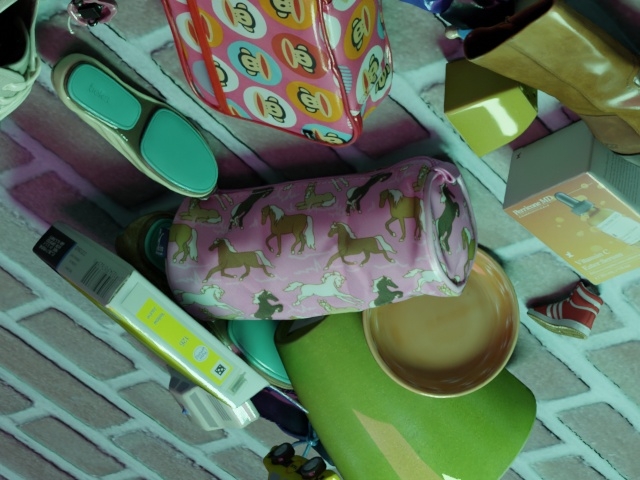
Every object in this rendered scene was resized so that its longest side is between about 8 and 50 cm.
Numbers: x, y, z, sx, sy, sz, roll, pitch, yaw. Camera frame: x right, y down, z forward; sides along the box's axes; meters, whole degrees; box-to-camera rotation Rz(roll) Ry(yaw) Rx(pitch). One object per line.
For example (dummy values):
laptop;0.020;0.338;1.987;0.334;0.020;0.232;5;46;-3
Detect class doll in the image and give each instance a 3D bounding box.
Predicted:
doll;0.144;-0.257;1.807;0.189;0.046;0.129;19;145;-7

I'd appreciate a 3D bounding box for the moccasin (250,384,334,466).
moccasin;0.036;0.263;2.489;0.342;0.117;0.138;14;146;5

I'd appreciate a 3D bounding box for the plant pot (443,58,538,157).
plant pot;0.190;-0.155;1.906;0.083;0.081;0.081;-20;133;27

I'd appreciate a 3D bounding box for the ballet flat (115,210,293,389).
ballet flat;-0.144;0.080;2.327;0.342;0.116;0.124;39;158;-30

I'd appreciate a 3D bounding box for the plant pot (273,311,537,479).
plant pot;0.083;0.188;2.287;0.275;0.275;0.293;-27;113;43

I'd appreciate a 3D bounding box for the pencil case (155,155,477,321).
pencil case;0.000;0.000;2.110;0.386;0.160;0.167;-6;137;27

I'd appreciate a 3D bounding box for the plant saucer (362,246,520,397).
plant saucer;0.147;0.096;2.176;0.200;0.200;0.037;19;169;-7

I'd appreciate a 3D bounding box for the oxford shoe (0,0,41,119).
oxford shoe;-0.379;-0.189;1.956;0.130;0.169;0.449;28;147;5

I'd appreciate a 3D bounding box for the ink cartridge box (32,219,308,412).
ink cartridge box;-0.197;0.114;2.215;0.307;0.072;0.303;45;169;-27

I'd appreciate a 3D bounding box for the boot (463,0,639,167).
boot;0.329;-0.187;1.792;0.280;0.096;0.264;29;155;-31

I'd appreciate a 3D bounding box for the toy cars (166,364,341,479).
toy cars;-0.099;0.284;2.414;0.393;0.087;0.176;41;159;26

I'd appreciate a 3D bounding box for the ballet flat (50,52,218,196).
ballet flat;-0.225;-0.138;2.082;0.086;0.086;0.248;-20;131;38

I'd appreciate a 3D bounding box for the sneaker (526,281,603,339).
sneaker;0.314;0.084;2.228;0.042;0.067;0.118;34;170;-29

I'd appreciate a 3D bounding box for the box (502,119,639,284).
box;0.314;-0.045;1.999;0.170;0.091;0.130;36;139;-28

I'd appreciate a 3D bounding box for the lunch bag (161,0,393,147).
lunch bag;-0.066;-0.244;1.821;0.258;0.120;0.293;20;149;25

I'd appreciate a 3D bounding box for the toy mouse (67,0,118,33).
toy mouse;-0.253;-0.283;1.920;0.143;0.031;0.161;7;144;11
